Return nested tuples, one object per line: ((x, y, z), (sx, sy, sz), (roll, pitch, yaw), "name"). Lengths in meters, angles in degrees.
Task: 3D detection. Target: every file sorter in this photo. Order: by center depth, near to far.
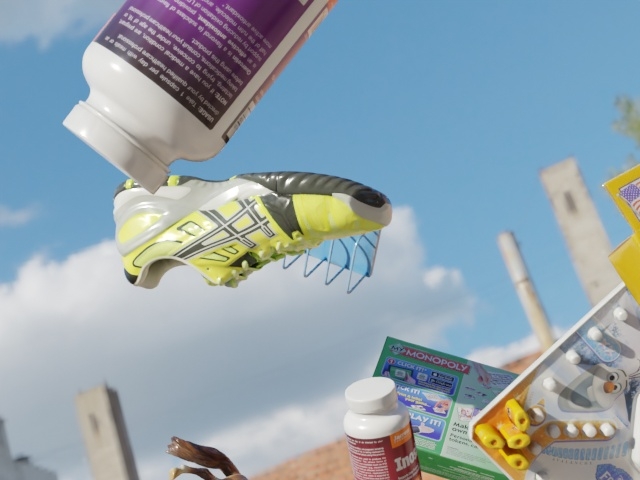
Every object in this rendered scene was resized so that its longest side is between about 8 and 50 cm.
((0.000, 0.000, 2.147), (0.104, 0.170, 0.118), (-42, -32, -56), "file sorter")

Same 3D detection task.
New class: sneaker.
((-0.089, -0.010, 1.702), (0.384, 0.147, 0.145), (-3, -9, 20), "sneaker")

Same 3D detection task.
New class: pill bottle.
((-0.130, -0.214, 1.391), (0.323, 0.181, 0.181), (-52, -25, -4), "pill bottle")
((0.076, 0.254, 1.622), (0.086, 0.152, 0.086), (-11, 18, 4), "pill bottle")

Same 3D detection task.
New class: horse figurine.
((-0.131, 0.380, 1.671), (0.174, 0.263, 0.066), (10, -24, -44), "horse figurine")

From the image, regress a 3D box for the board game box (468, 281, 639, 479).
((0.443, 0.233, 1.562), (0.390, 0.390, 0.050), (-43, 16, 4), "board game box")

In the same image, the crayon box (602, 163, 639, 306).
((0.417, 0.050, 1.194), (0.203, 0.323, 0.083), (-28, -12, -13), "crayon box")

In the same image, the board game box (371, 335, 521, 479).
((0.220, 0.263, 1.880), (0.317, 0.213, 0.046), (16, -53, 9), "board game box")
